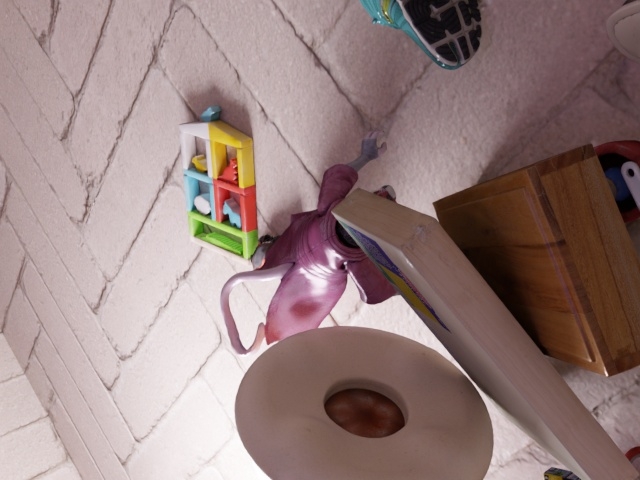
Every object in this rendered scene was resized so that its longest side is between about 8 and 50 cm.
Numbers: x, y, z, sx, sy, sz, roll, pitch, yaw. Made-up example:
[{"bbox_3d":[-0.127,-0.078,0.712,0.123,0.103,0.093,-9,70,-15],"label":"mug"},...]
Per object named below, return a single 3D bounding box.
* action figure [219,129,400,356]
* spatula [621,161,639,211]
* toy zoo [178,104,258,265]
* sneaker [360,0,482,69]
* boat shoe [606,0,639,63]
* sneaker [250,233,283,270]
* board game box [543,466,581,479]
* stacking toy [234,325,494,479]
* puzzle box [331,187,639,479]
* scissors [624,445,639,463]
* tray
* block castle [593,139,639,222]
[{"bbox_3d":[0.000,0.000,1.209,0.248,0.276,0.370,67,154,11],"label":"action figure"},{"bbox_3d":[0.354,0.021,0.677,0.168,0.019,0.241,-30,84,52],"label":"spatula"},{"bbox_3d":[-0.196,-0.113,1.541,0.192,0.030,0.293,21,121,41],"label":"toy zoo"},{"bbox_3d":[0.115,-0.327,1.076,0.275,0.107,0.110,55,158,22],"label":"sneaker"},{"bbox_3d":[0.433,-0.223,0.749,0.324,0.096,0.116,9,153,49],"label":"boat shoe"},{"bbox_3d":[-0.093,0.014,1.462,0.158,0.061,0.064,-46,66,47],"label":"sneaker"},{"bbox_3d":[0.411,0.405,1.075,0.194,0.060,0.194,-1,106,47],"label":"board game box"},{"bbox_3d":[0.032,0.398,1.183,0.351,0.351,0.479,34,128,34],"label":"stacking toy"},{"bbox_3d":[0.188,0.114,0.978,0.409,0.052,0.272,49,176,-18],"label":"puzzle box"},{"bbox_3d":[0.480,0.375,0.980,0.109,0.021,0.297,-30,85,9],"label":"scissors"},{"bbox_3d":[0.234,0.023,0.919,0.411,0.076,0.202,155,94,-87],"label":"tray"},{"bbox_3d":[0.456,0.086,0.769,0.303,0.213,0.452,-15,95,50],"label":"block castle"}]
